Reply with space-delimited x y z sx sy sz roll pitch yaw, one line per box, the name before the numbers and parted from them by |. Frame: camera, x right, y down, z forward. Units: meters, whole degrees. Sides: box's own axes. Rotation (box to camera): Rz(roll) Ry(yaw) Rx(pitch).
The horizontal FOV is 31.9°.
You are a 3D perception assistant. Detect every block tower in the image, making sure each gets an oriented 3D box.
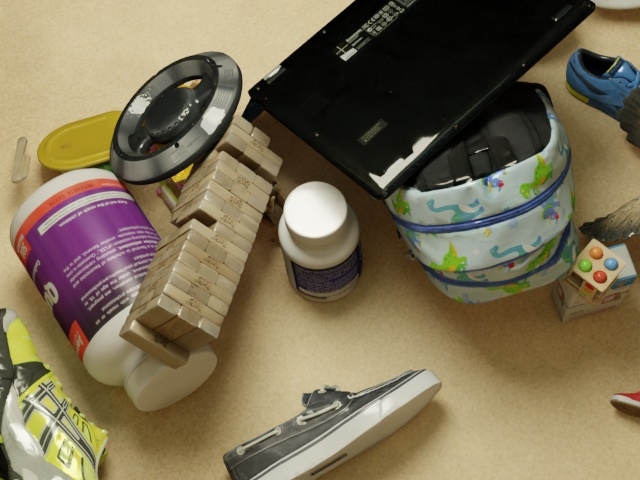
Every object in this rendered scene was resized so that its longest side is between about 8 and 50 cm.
block tower | -0.145 -0.004 1.445 0.091 0.097 0.335 35 52 -22

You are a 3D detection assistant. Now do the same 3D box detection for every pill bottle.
pill bottle | 0.000 0.000 1.533 0.112 0.186 0.112 -2 65 3
pill bottle | -0.277 0.068 1.525 0.181 0.181 0.323 -32 66 -11

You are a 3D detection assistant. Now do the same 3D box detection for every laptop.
laptop | 0.104 -0.229 1.560 0.382 0.236 0.408 -42 58 -11

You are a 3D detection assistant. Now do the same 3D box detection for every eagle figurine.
eagle figurine | 0.519 -0.075 1.514 0.298 0.225 0.226 20 34 17

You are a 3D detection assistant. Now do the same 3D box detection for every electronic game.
electronic game | -0.204 -0.173 1.564 0.229 0.048 0.229 -24 43 24

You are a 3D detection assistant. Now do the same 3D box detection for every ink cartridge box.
ink cartridge box | 0.367 0.059 1.514 0.088 0.122 0.052 -15 68 -2

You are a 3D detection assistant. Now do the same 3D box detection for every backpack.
backpack | 0.209 -0.075 1.477 0.290 0.355 0.273 -13 97 2

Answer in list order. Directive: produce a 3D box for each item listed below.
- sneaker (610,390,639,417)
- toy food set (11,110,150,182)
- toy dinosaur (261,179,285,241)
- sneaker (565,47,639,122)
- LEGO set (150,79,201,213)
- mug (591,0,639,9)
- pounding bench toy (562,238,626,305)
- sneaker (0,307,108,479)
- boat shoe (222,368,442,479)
sneaker | 0.445 0.202 1.482 0.118 0.042 0.067 13 70 2
toy food set | -0.351 -0.124 1.694 0.218 0.071 0.128 -16 39 -6
toy dinosaur | -0.079 -0.050 1.600 0.064 0.112 0.211 -42 31 4
sneaker | 0.462 -0.221 1.664 0.209 0.082 0.069 29 68 15
LEGO set | -0.196 -0.132 1.674 0.132 0.107 0.287 -4 51 -11
mug | 0.413 -0.537 1.710 0.374 0.276 0.328 5 67 3
pounding bench toy | 0.336 0.030 1.424 0.083 0.065 0.052 39 76 17
sneaker | -0.369 0.261 1.488 0.147 0.145 0.384 -4 57 -32
boat shoe | 0.013 0.237 1.470 0.301 0.108 0.102 -32 67 -3
